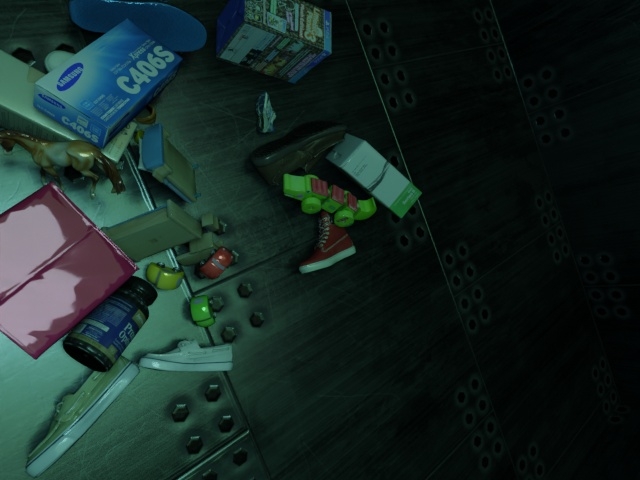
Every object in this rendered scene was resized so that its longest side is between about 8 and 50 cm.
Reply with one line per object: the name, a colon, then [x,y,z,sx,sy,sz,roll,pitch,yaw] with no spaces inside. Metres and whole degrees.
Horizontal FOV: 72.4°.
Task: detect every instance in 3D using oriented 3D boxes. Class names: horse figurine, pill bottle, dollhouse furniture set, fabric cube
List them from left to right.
fabric cube: [-0.606,0.067,0.949,0.259,0.254,0.258,50,61,-17]
horse figurine: [-0.579,-0.175,1.008,0.264,0.174,0.066,6,44,2]
pill bottle: [-0.500,0.195,1.063,0.123,0.123,0.219,45,47,-20]
dollhouse furniture set: [-0.432,-0.110,1.197,0.286,0.198,0.303,53,21,-60]

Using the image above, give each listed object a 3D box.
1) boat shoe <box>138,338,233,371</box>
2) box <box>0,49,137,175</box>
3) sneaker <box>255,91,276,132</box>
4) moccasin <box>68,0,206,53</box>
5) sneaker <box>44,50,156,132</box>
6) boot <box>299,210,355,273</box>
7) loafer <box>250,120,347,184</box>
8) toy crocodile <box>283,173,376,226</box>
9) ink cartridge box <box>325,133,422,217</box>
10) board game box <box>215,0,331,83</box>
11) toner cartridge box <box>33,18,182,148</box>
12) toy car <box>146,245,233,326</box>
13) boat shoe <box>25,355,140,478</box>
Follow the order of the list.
boat shoe: [-0.358,0.310,1.184,0.258,0.095,0.084,15,71,-42]
box: [-0.628,-0.291,1.052,0.311,0.148,0.121,28,68,-28]
sneaker: [-0.176,-0.416,1.430,0.058,0.052,0.135,2,90,-43]
moccasin: [-0.487,-0.615,1.191,0.342,0.116,0.137,4,125,-29]
sneaker: [-0.555,-0.401,1.130,0.290,0.123,0.105,31,69,-25]
boot: [0.000,0.000,1.461,0.244,0.088,0.176,-26,97,-41]
loafer: [-0.063,-0.294,1.452,0.366,0.134,0.130,-29,126,-24]
toy crocodile: [0.030,-0.138,1.421,0.341,0.105,0.115,20,52,-28]
ink cartridge box: [0.180,-0.228,1.520,0.289,0.211,0.121,37,97,-24]
board game box: [-0.148,-0.640,1.365,0.291,0.232,0.141,6,80,-33]
toner cartridge box: [-0.490,-0.385,1.046,0.165,0.075,0.347,32,48,-15]
toy car: [-0.337,0.145,1.192,0.239,0.053,0.224,-12,109,-2]
boat shoe: [-0.568,0.398,1.031,0.094,0.109,0.302,42,53,-4]
